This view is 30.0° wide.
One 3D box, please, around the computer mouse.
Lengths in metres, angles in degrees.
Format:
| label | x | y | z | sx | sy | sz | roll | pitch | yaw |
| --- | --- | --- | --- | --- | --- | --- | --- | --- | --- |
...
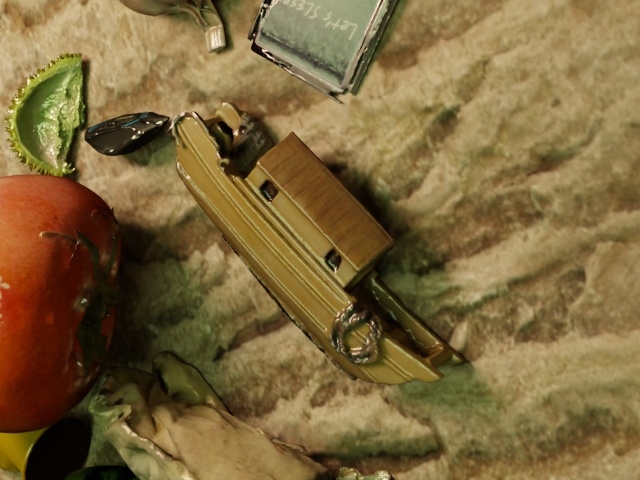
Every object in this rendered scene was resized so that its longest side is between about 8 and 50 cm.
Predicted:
| label | x | y | z | sx | sy | sz | roll | pitch | yaw |
| --- | --- | --- | --- | --- | --- | --- | --- | --- | --- |
| computer mouse | -0.256 | -0.139 | 1.591 | 0.135 | 0.079 | 0.047 | -6 | 113 | 35 |

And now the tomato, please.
| label | x | y | z | sx | sy | sz | roll | pitch | yaw |
| --- | --- | --- | --- | --- | --- | --- | --- | --- | --- |
| tomato | -0.406 | 0.075 | 1.539 | 0.272 | 0.341 | 0.341 | 9 | 101 | 6 |

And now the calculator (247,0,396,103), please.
| label | x | y | z | sx | sy | sz | roll | pitch | yaw |
| --- | --- | --- | --- | --- | --- | --- | --- | --- | --- |
| calculator | 0.022 | -0.320 | 1.450 | 0.165 | 0.028 | 0.274 | 32 | 112 | 17 |

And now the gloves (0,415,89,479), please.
| label | x | y | z | sx | sy | sz | roll | pitch | yaw |
| --- | --- | --- | --- | --- | --- | --- | --- | --- | --- |
| gloves | -0.482 | 0.254 | 1.759 | 0.294 | 0.116 | 0.133 | 23 | 79 | 32 |

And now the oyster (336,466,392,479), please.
| label | x | y | z | sx | sy | sz | roll | pitch | yaw |
| --- | --- | --- | --- | --- | --- | --- | --- | --- | --- |
| oyster | 0.038 | 0.380 | 1.523 | 0.106 | 0.061 | 0.200 | 29 | 98 | 9 |

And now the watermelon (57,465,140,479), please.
| label | x | y | z | sx | sy | sz | roll | pitch | yaw |
| --- | --- | --- | --- | --- | --- | --- | --- | --- | --- |
| watermelon | -0.279 | 0.427 | 1.582 | 0.269 | 0.269 | 0.269 | 4 | 99 | 27 |

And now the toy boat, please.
| label | x | y | z | sx | sy | sz | roll | pitch | yaw |
| --- | --- | --- | --- | --- | --- | --- | --- | --- | --- |
| toy boat | 0.000 | 0.000 | 1.455 | 0.445 | 0.136 | 0.162 | 49 | 119 | 8 |

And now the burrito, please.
| label | x | y | z | sx | sy | sz | roll | pitch | yaw |
| --- | --- | --- | --- | --- | --- | --- | --- | --- | --- |
| burrito | -0.152 | 0.281 | 1.535 | 0.332 | 0.190 | 0.135 | 32 | 122 | 23 |

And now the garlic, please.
| label | x | y | z | sx | sy | sz | roll | pitch | yaw |
| --- | --- | --- | --- | --- | --- | --- | --- | --- | --- |
| garlic | -0.192 | -0.320 | 1.521 | 0.131 | 0.127 | 0.194 | 6 | 132 | 57 |

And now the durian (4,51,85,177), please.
| label | x | y | z | sx | sy | sz | roll | pitch | yaw |
| --- | --- | --- | --- | --- | --- | --- | --- | --- | --- |
| durian | -0.382 | -0.159 | 1.654 | 0.100 | 0.086 | 0.215 | 13 | 101 | 11 |
